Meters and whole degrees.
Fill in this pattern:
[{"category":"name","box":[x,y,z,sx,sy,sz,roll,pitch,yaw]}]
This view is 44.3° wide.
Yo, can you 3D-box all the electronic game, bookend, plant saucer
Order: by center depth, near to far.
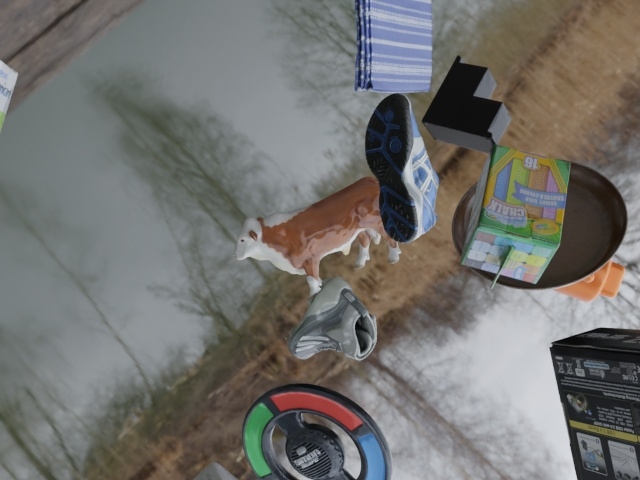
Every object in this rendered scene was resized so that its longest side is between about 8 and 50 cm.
[{"category":"electronic game","box":[-0.008,0.306,1.131,0.229,0.229,0.048,-52,178,32]},{"category":"plant saucer","box":[0.400,-0.024,1.448,0.310,0.311,0.050,-44,140,-16]},{"category":"bookend","box":[0.303,-0.259,1.504,0.072,0.156,0.157,41,74,-51]}]

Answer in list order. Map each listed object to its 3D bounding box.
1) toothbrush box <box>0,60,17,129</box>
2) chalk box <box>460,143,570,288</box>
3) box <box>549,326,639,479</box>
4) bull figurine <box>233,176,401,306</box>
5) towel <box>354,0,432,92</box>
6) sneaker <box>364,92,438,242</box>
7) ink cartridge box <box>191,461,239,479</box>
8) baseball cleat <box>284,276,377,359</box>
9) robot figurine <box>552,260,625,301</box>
[{"category":"toothbrush box","box":[-0.537,-0.121,0.997,0.122,0.206,0.283,-157,-97,-79]},{"category":"chalk box","box":[0.311,-0.023,1.265,0.132,0.132,0.213,97,9,-61]},{"category":"box","box":[0.424,0.256,0.800,0.097,0.318,0.395,-12,180,-25]},{"category":"bull figurine","box":[0.000,0.000,1.445,0.311,0.188,0.101,-26,-162,-14]},{"category":"towel","box":[0.106,-0.388,1.164,0.243,0.040,0.335,-19,109,-58]},{"category":"sneaker","box":[0.121,-0.106,1.131,0.080,0.211,0.081,2,-167,43]},{"category":"ink cartridge box","box":[-0.177,0.463,0.961,0.306,0.226,0.131,-39,127,-6]},{"category":"baseball cleat","box":[0.013,0.132,1.059,0.072,0.109,0.206,-34,161,-27]},{"category":"robot figurine","box":[0.528,0.051,1.673,0.158,0.220,0.128,-64,173,-51]}]
